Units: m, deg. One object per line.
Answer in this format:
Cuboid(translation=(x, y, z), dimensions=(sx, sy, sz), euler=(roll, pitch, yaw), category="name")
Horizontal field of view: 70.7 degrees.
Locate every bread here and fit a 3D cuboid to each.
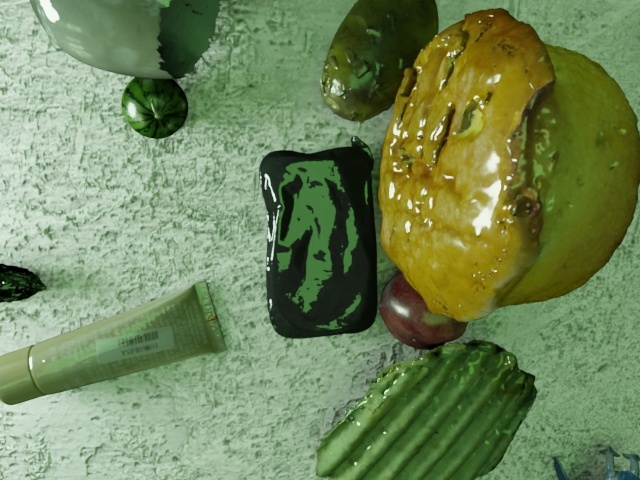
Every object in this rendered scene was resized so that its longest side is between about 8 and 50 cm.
Cuboid(translation=(0.219, -0.087, 0.612), dimensions=(0.215, 0.398, 0.399), euler=(1, 98, -17), category="bread")

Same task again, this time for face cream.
Cuboid(translation=(-0.341, 0.177, 0.751), dimensions=(0.340, 0.084, 0.138), euler=(-16, 102, -13), category="face cream")

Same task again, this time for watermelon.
Cuboid(translation=(-0.250, -0.202, 0.686), dimensions=(0.108, 0.109, 0.109), euler=(-1, 98, -7), category="watermelon")

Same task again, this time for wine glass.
Cuboid(translation=(-0.305, -0.356, 0.586), dimensions=(0.322, 0.238, 0.238), euler=(21, 95, -2), category="wine glass")

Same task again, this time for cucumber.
Cuboid(translation=(-0.582, 0.073, 0.706), dimensions=(0.299, 0.072, 0.072), euler=(-4, 99, -6), category="cucumber")

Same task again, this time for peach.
Cuboid(translation=(0.170, 0.119, 0.770), dimensions=(0.151, 0.152, 0.152), euler=(-1, 98, -7), category="peach")

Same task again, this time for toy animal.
Cuboid(translation=(0.583, 0.496, 0.864), dimensions=(0.255, 0.239, 0.177), euler=(41, 58, -50), category="toy animal")

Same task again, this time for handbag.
Cuboid(translation=(-0.001, -0.003, 0.760), dimensions=(0.191, 0.075, 0.333), euler=(-4, 97, -6), category="handbag")

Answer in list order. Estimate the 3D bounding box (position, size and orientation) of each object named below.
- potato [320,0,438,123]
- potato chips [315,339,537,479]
Cuboid(translation=(0.096, -0.301, 0.708), dimensions=(0.149, 0.113, 0.251), euler=(39, 92, -12), category="potato")
Cuboid(translation=(0.200, 0.349, 0.813), dimensions=(0.358, 0.070, 0.429), euler=(27, 108, -23), category="potato chips")
